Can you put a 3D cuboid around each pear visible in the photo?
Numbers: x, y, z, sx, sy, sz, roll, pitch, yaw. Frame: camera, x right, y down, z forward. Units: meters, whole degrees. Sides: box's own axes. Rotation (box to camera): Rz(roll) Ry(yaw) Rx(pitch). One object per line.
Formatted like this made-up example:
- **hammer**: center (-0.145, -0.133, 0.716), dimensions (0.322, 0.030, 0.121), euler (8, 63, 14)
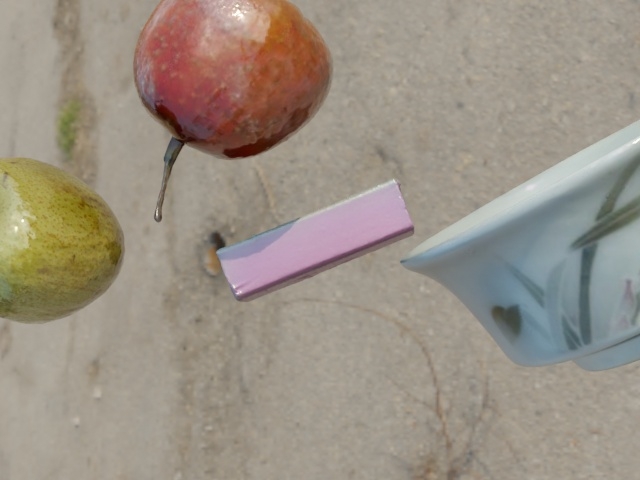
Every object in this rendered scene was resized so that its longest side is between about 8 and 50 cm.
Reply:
- **pear**: center (-0.355, 0.001, 1.278), dimensions (0.228, 0.211, 0.188), euler (37, 101, 33)

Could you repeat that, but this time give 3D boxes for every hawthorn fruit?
- **hawthorn fruit**: center (-0.119, -0.212, 1.253), dimensions (0.235, 0.263, 0.231), euler (57, 147, 15)

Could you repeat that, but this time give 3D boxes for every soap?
- **soap**: center (0.001, 0.002, 1.418), dimensions (0.181, 0.259, 0.081), euler (41, -152, -87)

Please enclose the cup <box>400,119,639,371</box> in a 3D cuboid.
- **cup**: center (0.257, 0.000, 0.876), dimensions (0.347, 0.347, 0.163), euler (-32, 87, 50)
